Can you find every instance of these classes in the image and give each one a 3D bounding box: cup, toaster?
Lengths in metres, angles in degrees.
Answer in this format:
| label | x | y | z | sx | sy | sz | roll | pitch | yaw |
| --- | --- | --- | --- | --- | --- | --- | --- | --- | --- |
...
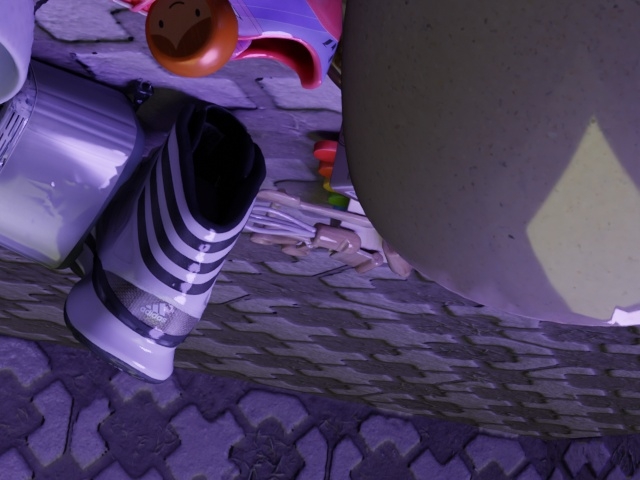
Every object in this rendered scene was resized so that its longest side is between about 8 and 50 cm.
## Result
| label | x | y | z | sx | sy | sz | roll | pitch | yaw |
| --- | --- | --- | --- | --- | --- | --- | --- | --- | --- |
| cup | 0.154 | -0.157 | 0.704 | 0.331 | 0.331 | 0.237 | 2 | 138 | 18 |
| toaster | -0.280 | -0.087 | 1.321 | 0.146 | 0.129 | 0.227 | 21 | 117 | -34 |

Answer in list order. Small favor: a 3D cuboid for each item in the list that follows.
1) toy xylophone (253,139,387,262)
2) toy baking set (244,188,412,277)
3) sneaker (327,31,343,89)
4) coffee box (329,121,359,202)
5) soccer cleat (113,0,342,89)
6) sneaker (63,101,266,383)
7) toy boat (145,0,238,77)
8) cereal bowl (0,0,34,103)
| label | x | y | z | sx | sy | sz | roll | pitch | yaw |
| --- | --- | --- | --- | --- | --- | --- | --- | --- | --- |
| toy xylophone | 0.053 | -0.044 | 1.504 | 0.236 | 0.081 | 0.323 | 11 | 164 | -12 |
| toy baking set | 0.007 | 0.001 | 1.477 | 0.197 | 0.030 | 0.256 | 7 | 165 | 6 |
| sneaker | 0.059 | -0.133 | 1.198 | 0.185 | 0.069 | 0.084 | 20 | 155 | -37 |
| coffee box | 0.166 | -0.105 | 1.024 | 0.297 | 0.168 | 0.119 | 0 | 164 | 42 |
| soccer cleat | -0.098 | -0.188 | 1.012 | 0.248 | 0.095 | 0.083 | 12 | 164 | -21 |
| sneaker | -0.163 | -0.040 | 1.458 | 0.169 | 0.257 | 0.447 | 33 | -170 | -23 |
| toy boat | -0.094 | -0.177 | 0.840 | 0.231 | 0.151 | 0.151 | -4 | 167 | -43 |
| cereal bowl | -0.371 | -0.213 | 0.952 | 0.339 | 0.141 | 0.339 | 6 | 164 | 2 |
